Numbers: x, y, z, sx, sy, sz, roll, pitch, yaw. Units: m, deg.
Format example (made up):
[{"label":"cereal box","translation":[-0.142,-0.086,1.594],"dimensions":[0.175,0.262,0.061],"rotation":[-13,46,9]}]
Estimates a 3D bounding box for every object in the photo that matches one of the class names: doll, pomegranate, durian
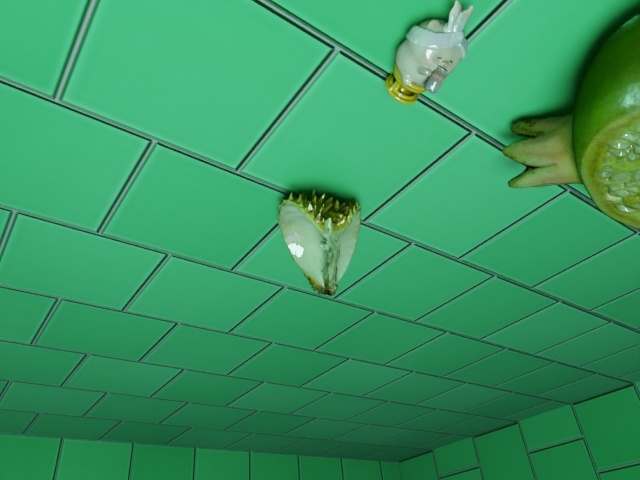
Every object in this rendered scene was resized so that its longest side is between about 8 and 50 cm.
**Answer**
[{"label":"doll","translation":[0.126,-0.205,0.567],"dimensions":[0.073,0.084,0.127],"rotation":[10,149,-23]},{"label":"pomegranate","translation":[0.409,-0.153,0.598],"dimensions":[0.358,0.216,0.310],"rotation":[3,159,45]},{"label":"durian","translation":[0.000,0.000,0.796],"dimensions":[0.144,0.139,0.252],"rotation":[4,145,-6]}]
